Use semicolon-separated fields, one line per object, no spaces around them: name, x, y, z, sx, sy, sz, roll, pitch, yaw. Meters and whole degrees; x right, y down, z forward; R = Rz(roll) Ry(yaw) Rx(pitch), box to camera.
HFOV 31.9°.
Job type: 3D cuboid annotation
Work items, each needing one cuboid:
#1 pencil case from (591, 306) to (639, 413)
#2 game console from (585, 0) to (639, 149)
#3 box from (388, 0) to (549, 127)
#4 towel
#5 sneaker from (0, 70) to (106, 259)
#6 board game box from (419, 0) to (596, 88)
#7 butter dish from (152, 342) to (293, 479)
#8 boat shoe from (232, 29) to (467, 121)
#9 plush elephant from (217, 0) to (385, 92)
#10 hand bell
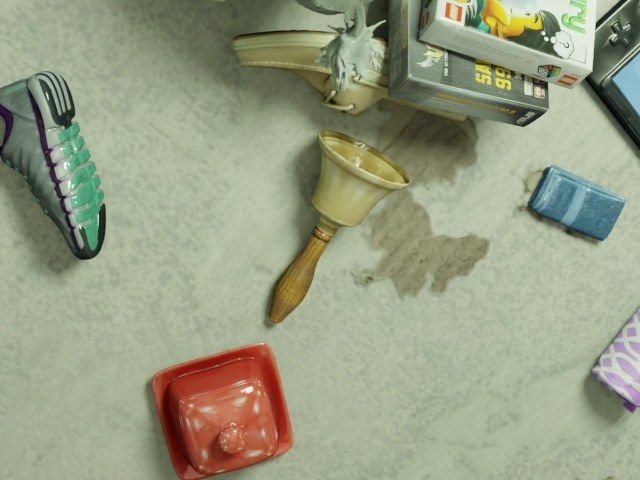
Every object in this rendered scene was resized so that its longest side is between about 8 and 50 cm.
pencil case;0.455;0.128;1.499;0.206;0.086;0.088;-49;130;4
game console;0.508;-0.205;1.385;0.250;0.173;0.293;-43;106;0
box;0.171;-0.260;1.298;0.183;0.056;0.231;10;68;-21
towel;0.335;-0.048;1.459;0.119;0.029;0.067;23;98;-16
sneaker;-0.321;-0.082;1.305;0.098;0.083;0.224;-9;103;14
board game box;0.224;-0.339;1.282;0.193;0.053;0.305;15;67;-15
butter dish;-0.115;0.227;1.382;0.160;0.118;0.160;-15;104;-8
boat shoe;0.043;-0.194;1.329;0.302;0.109;0.098;4;101;-18
plush elephant;-0.018;-0.357;1.189;0.271;0.255;0.330;-18;131;-27
hand bell;0.000;0.000;1.376;0.126;0.126;0.242;23;109;-16
